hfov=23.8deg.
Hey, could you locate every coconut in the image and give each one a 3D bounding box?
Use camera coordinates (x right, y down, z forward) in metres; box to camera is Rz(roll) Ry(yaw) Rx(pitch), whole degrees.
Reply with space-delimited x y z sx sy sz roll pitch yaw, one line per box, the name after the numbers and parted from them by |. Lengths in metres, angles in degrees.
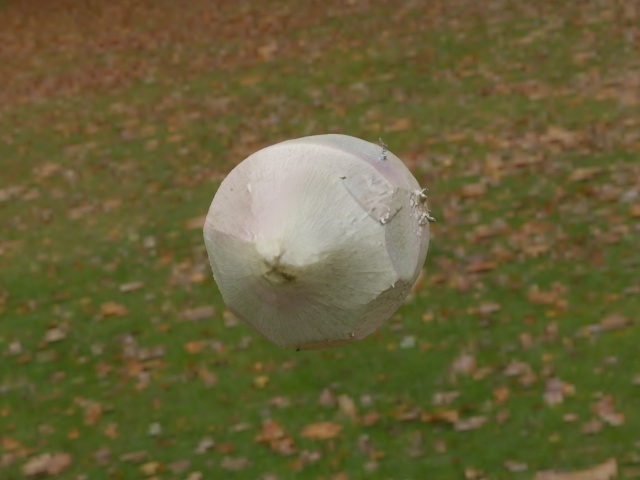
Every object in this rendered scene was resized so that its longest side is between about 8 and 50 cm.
0.000 0.000 1.136 0.170 0.171 0.183 -7 8 12 | coconut
